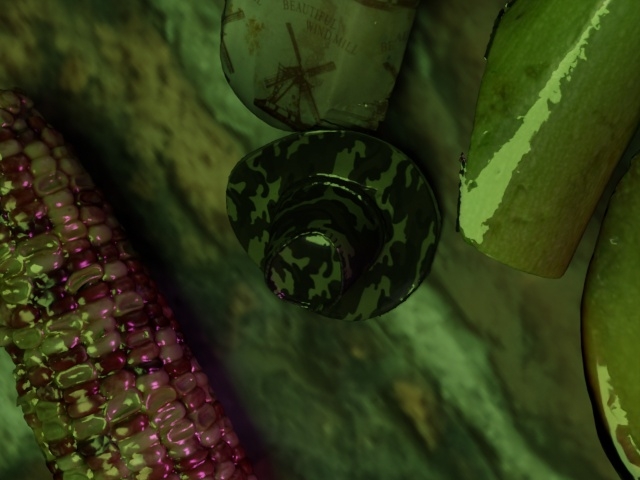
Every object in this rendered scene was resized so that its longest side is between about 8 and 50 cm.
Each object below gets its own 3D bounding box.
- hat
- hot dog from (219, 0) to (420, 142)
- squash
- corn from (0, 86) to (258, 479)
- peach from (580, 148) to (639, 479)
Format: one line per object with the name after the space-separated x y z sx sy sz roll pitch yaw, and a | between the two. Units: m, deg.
0.000 0.000 0.738 0.121 0.050 0.121 10 132 11 | hat
0.007 -0.137 0.695 0.108 0.059 0.191 32 122 21 | hot dog
0.117 -0.088 0.657 0.075 0.090 0.200 39 108 43 | squash
-0.121 0.056 0.790 0.098 0.098 0.290 -27 93 28 | corn
0.208 0.029 0.657 0.189 0.068 0.279 15 114 27 | peach
